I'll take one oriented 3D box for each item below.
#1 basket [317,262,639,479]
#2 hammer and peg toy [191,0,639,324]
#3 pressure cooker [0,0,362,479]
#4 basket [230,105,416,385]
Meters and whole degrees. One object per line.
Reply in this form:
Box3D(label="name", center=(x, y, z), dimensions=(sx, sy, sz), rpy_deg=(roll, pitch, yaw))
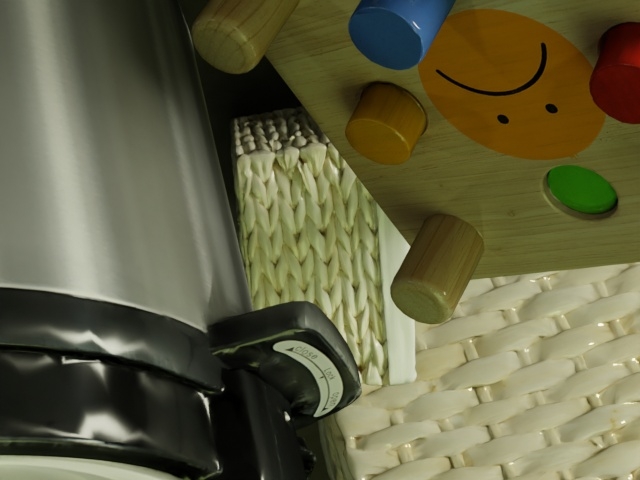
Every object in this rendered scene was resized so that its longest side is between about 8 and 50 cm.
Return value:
Box3D(label="basket", center=(0.171, 0.150, 1.080), dimensions=(0.331, 0.328, 0.266), rpy_deg=(-14, 146, -3))
Box3D(label="hammer and peg toy", center=(0.129, -0.093, 0.660), dimensions=(0.361, 0.127, 0.266), rpy_deg=(-9, 130, 44))
Box3D(label="pressure cooker", center=(-0.203, 0.061, 0.699), dimensions=(0.375, 0.420, 0.370), rpy_deg=(8, 143, -31))
Box3D(label="basket", center=(0.000, 0.000, 0.920), dimensions=(0.103, 0.113, 0.167), rpy_deg=(-5, 109, -3))
